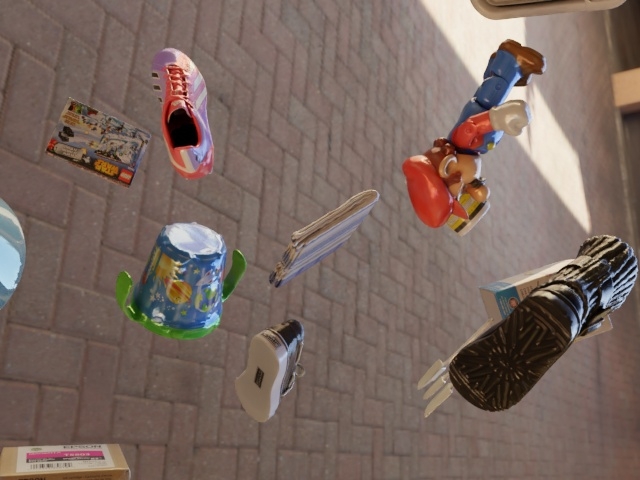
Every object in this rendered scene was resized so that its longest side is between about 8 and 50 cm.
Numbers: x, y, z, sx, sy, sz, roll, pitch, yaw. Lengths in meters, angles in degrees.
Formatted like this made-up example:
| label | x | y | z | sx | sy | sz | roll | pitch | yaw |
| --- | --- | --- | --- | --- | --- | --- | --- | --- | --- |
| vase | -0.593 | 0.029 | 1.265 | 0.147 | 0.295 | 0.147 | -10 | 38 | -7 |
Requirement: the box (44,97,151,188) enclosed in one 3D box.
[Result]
| label | x | y | z | sx | sy | sz | roll | pitch | yaw |
| --- | --- | --- | --- | --- | --- | --- | --- | --- | --- |
| box | -0.348 | -0.151 | 1.117 | 0.137 | 0.027 | 0.094 | 24 | 75 | -19 |

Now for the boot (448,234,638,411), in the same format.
| label | x | y | z | sx | sy | sz | roll | pitch | yaw |
| --- | --- | --- | --- | --- | --- | --- | --- | --- | --- |
| boot | 0.399 | 0.153 | 1.273 | 0.260 | 0.348 | 0.131 | -31 | 74 | -39 |

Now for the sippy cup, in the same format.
| label | x | y | z | sx | sy | sz | roll | pitch | yaw |
| --- | --- | --- | --- | --- | --- | --- | --- | --- | --- |
| sippy cup | -0.334 | 0.085 | 1.748 | 0.305 | 0.239 | 0.224 | -61 | 172 | -59 |

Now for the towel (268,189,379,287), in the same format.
| label | x | y | z | sx | sy | sz | roll | pitch | yaw |
| --- | --- | --- | --- | --- | --- | --- | --- | --- | --- |
| towel | 0.000 | 0.000 | 1.451 | 0.209 | 0.285 | 0.034 | -32 | 80 | -22 |

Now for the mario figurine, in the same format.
| label | x | y | z | sx | sy | sz | roll | pitch | yaw |
| --- | --- | --- | --- | --- | --- | --- | --- | --- | --- |
| mario figurine | 0.272 | -0.155 | 1.185 | 0.321 | 0.170 | 0.198 | -58 | 144 | 3 |

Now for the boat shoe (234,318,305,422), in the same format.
| label | x | y | z | sx | sy | sz | roll | pitch | yaw |
| --- | --- | --- | --- | --- | --- | --- | --- | --- | --- |
| boat shoe | -0.098 | 0.264 | 1.459 | 0.105 | 0.113 | 0.306 | -31 | 149 | -35 |

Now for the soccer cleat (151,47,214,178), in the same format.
| label | x | y | z | sx | sy | sz | roll | pitch | yaw |
| --- | --- | --- | --- | --- | --- | --- | --- | --- | --- |
| soccer cleat | -0.215 | -0.210 | 1.096 | 0.095 | 0.082 | 0.248 | 83 | -7 | -67 |

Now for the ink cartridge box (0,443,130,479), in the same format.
| label | x | y | z | sx | sy | sz | roll | pitch | yaw |
| --- | --- | --- | --- | --- | --- | --- | --- | --- | --- |
| ink cartridge box | -0.499 | 0.462 | 1.377 | 0.234 | 0.193 | 0.088 | 4 | 89 | -23 |

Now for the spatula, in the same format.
| label | x | y | z | sx | sy | sz | roll | pitch | yaw |
| --- | --- | --- | --- | --- | --- | --- | --- | --- | --- |
| spatula | 0.304 | 0.271 | 1.577 | 0.019 | 0.242 | 0.168 | 40 | 13 | -5 |

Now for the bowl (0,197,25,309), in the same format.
| label | x | y | z | sx | sy | sz | roll | pitch | yaw |
| --- | --- | --- | --- | --- | --- | --- | --- | --- | --- |
| bowl | -0.685 | 0.007 | 1.215 | 0.163 | 0.311 | 0.312 | 113 | -18 | -69 |

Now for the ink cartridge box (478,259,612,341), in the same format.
| label | x | y | z | sx | sy | sz | roll | pitch | yaw |
| --- | --- | --- | --- | --- | --- | --- | --- | --- | --- |
| ink cartridge box | 0.525 | 0.159 | 1.678 | 0.168 | 0.232 | 0.171 | 116 | -45 | -89 |

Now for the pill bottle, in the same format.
| label | x | y | z | sx | sy | sz | roll | pitch | yaw |
| --- | --- | --- | --- | --- | --- | --- | --- | --- | --- |
| pill bottle | 0.327 | -0.119 | 1.850 | 0.208 | 0.119 | 0.119 | 42 | 34 | 3 |

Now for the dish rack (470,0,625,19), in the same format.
| label | x | y | z | sx | sy | sz | roll | pitch | yaw |
| --- | --- | --- | --- | --- | --- | --- | --- | --- | --- |
| dish rack | 0.397 | -0.555 | 1.297 | 0.072 | 0.332 | 0.286 | -48 | 126 | -27 |
